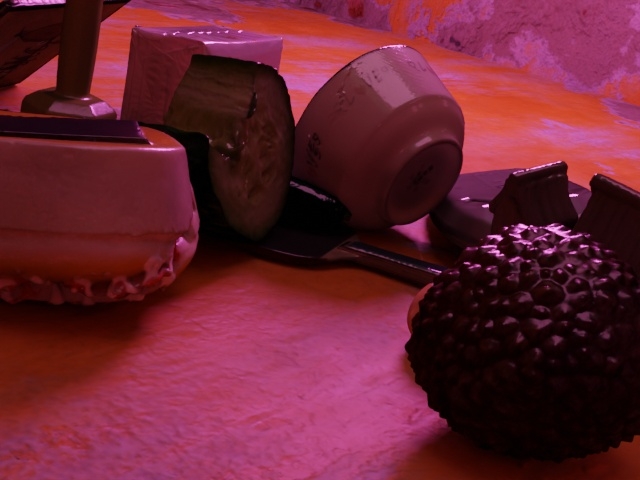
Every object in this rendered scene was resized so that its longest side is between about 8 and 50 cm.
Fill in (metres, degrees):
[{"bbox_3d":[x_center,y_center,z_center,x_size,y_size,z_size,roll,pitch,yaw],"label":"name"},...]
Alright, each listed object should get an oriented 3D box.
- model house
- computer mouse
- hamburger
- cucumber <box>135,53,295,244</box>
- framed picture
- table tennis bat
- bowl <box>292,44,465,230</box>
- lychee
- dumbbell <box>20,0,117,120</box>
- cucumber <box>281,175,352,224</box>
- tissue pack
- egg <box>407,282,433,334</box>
[{"bbox_3d":[0.238,0.024,0.874,0.122,0.188,0.229,-8,29,-36],"label":"model house"},{"bbox_3d":[0.240,-0.029,1.185,0.197,0.095,0.331,-2,12,0],"label":"computer mouse"},{"bbox_3d":[-0.255,-0.033,0.816,0.295,0.151,0.227,3,16,-2],"label":"hamburger"},{"bbox_3d":[-0.107,-0.093,0.988,0.130,0.191,0.191,18,20,20],"label":"cucumber"},{"bbox_3d":[-0.432,-0.268,1.310,0.014,0.255,0.338,58,20,-5],"label":"framed picture"},{"bbox_3d":[0.000,0.000,1.062,0.301,0.022,0.173,17,19,17],"label":"table tennis bat"},{"bbox_3d":[0.085,-0.103,1.133,0.238,0.238,0.126,-7,42,-43],"label":"bowl"},{"bbox_3d":[0.161,0.082,0.711,0.188,0.188,0.188,11,19,-4],"label":"lychee"},{"bbox_3d":[-0.304,-0.258,1.179,0.108,0.302,0.121,16,17,10],"label":"dumbbell"},{"bbox_3d":[-0.096,-0.069,1.111,0.284,0.056,0.056,15,19,20],"label":"cucumber"},{"bbox_3d":[-0.157,-0.190,1.257,0.124,0.185,0.225,15,18,19],"label":"tissue pack"},{"bbox_3d":[0.119,0.069,0.865,0.083,0.071,0.071,-2,23,-24],"label":"egg"}]
